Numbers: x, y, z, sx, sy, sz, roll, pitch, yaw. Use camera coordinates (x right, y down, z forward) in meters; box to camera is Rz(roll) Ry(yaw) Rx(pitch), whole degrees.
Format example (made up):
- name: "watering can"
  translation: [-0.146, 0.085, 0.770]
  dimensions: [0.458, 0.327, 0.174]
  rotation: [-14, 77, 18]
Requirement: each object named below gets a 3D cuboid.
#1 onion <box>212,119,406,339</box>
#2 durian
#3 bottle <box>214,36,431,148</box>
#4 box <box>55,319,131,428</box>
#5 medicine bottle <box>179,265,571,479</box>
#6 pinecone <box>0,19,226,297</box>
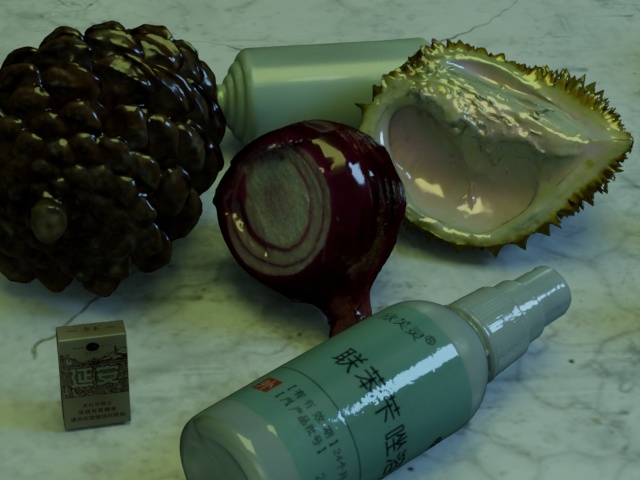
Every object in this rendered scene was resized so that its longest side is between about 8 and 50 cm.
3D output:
- name: "onion"
  translation: [0.010, -0.005, 1.327]
  dimensions: [0.135, 0.173, 0.198]
  rotation: [-22, 87, -44]
- name: "durian"
  translation: [0.152, -0.083, 1.436]
  dimensions: [0.249, 0.183, 0.138]
  rotation: [17, 11, 7]
- name: "bottle"
  translation: [-0.011, -0.140, 1.520]
  dimensions: [0.245, 0.104, 0.104]
  rotation: [-5, 38, -11]
- name: "box"
  translation: [-0.174, 0.103, 1.202]
  dimensions: [0.053, 0.083, 0.024]
  rotation: [-7, 32, -12]
- name: "medicine bottle"
  translation: [0.061, 0.108, 1.193]
  dimensions: [0.351, 0.110, 0.110]
  rotation: [-26, 46, -34]
- name: "pinecone"
  translation: [-0.188, -0.082, 1.338]
  dimensions: [0.224, 0.224, 0.272]
  rotation: [13, 36, 12]
